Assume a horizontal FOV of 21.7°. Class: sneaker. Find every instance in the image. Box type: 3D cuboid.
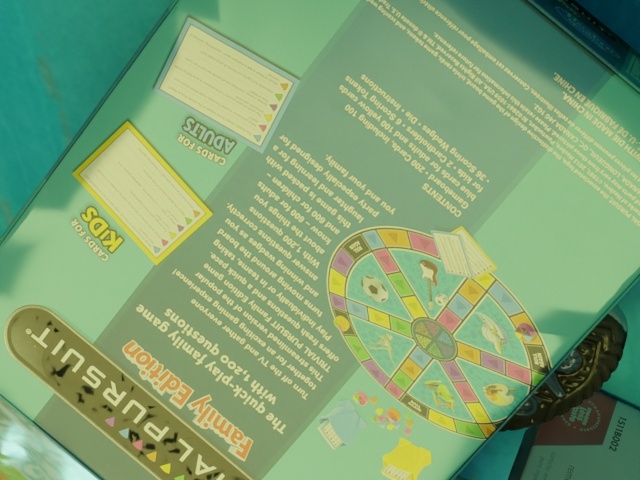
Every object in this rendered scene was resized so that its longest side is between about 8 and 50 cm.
[{"bbox_3d":[0.090,0.065,0.965,0.080,0.081,0.211,45,137,-19],"label":"sneaker"}]

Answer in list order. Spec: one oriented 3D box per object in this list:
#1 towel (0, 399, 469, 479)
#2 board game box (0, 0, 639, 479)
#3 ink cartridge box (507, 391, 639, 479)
[{"bbox_3d":[-0.073,0.190,1.078,0.321,0.090,0.374,25,145,7],"label":"towel"},{"bbox_3d":[0.000,0.000,0.832,0.254,0.079,0.336,40,111,1],"label":"board game box"},{"bbox_3d":[0.207,0.176,0.986,0.198,0.115,0.067,25,137,4],"label":"ink cartridge box"}]
